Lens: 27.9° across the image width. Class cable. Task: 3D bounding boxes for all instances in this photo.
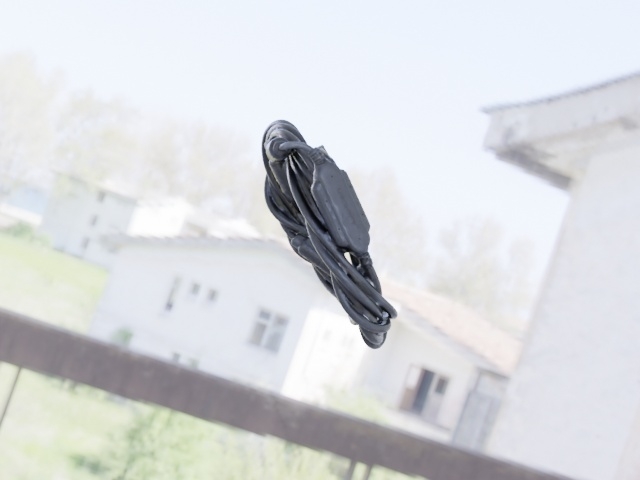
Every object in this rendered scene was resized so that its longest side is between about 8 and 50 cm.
[{"bbox_3d":[0.000,0.000,0.962,0.184,0.047,0.150,63,-14,-14],"label":"cable"}]
